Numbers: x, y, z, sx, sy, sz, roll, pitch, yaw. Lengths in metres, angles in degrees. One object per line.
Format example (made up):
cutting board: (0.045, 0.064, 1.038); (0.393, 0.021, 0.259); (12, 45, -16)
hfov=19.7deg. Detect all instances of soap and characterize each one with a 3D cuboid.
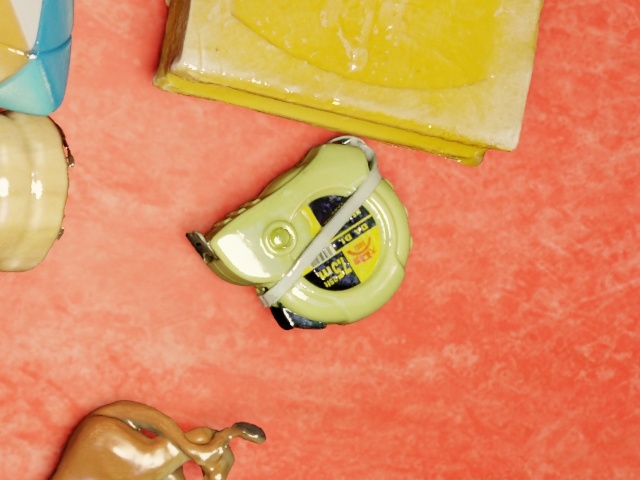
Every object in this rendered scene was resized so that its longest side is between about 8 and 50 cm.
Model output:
soap: (0.029, -0.190, 1.550); (0.314, 0.091, 0.199); (13, 84, -19)

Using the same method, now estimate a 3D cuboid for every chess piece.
chess piece: (-0.344, -0.038, 1.384); (0.300, 0.137, 0.137); (-1, 99, -41)

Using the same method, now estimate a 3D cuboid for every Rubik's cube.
Rubik's cube: (-0.266, -0.260, 1.386); (0.254, 0.254, 0.254); (-3, 99, -19)

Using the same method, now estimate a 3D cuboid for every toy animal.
toy animal: (-0.206, 0.235, 1.545); (0.157, 0.097, 0.312); (40, 82, -14)

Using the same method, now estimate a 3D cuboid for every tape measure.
tape measure: (0.000, 0.000, 1.582); (0.177, 0.087, 0.154); (-39, 97, -14)
